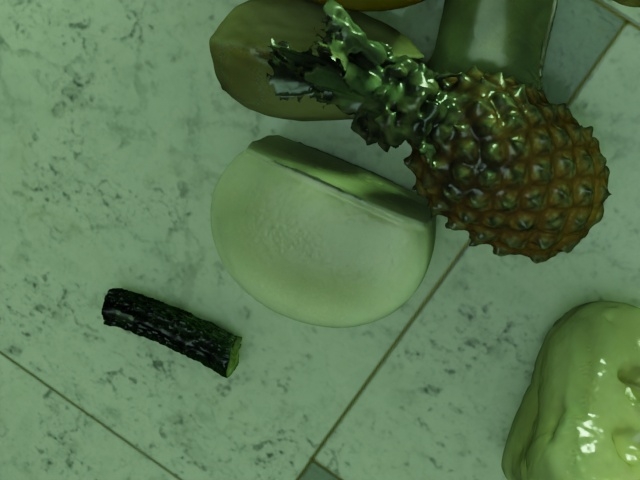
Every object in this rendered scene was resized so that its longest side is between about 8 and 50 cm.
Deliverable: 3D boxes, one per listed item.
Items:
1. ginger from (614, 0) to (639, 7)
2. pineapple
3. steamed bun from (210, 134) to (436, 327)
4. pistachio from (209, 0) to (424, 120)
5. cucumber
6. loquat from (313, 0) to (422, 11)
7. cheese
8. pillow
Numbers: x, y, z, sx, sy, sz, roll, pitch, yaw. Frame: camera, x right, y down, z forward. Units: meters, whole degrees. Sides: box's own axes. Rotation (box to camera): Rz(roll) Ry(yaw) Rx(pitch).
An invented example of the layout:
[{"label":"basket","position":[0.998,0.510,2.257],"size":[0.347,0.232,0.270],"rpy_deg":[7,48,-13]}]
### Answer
[{"label":"ginger","position":[0.250,-0.348,0.818],"size":[0.118,0.065,0.299],"rpy_deg":[-26,98,20]},{"label":"pineapple","position":[0.120,-0.108,0.826],"size":[0.361,0.175,0.175],"rpy_deg":[31,117,-33]},{"label":"steamed bun","position":[0.000,0.000,0.971],"size":[0.241,0.146,0.164],"rpy_deg":[25,107,8]},{"label":"pistachio","position":[-0.006,-0.185,0.921],"size":[0.223,0.152,0.126],"rpy_deg":[8,106,-7]},{"label":"cucumber","position":[-0.189,0.112,1.110],"size":[0.187,0.058,0.058],"rpy_deg":[22,111,10]},{"label":"loquat","position":[0.039,-0.343,0.814],"size":[0.263,0.263,0.263],"rpy_deg":[4,107,14]},{"label":"cheese","position":[0.303,0.193,0.916],"size":[0.173,0.251,0.248],"rpy_deg":[18,95,9]},{"label":"pillow","position":[0.184,-0.246,0.894],"size":[0.119,0.053,0.208],"rpy_deg":[10,102,4]}]
